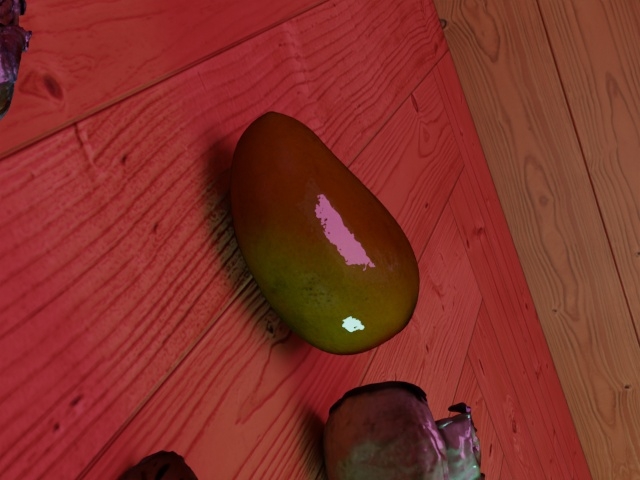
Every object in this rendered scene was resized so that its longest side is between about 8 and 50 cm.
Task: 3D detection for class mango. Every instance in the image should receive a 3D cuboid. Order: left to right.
[{"bbox_3d":[0.000,0.000,1.012,0.317,0.173,0.211,56,29,-24],"label":"mango"}]

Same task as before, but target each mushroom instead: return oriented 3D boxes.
[{"bbox_3d":[0.102,0.306,1.036,0.267,0.190,0.164,70,22,-43],"label":"mushroom"}]

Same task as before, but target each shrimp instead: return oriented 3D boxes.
[{"bbox_3d":[-0.271,-0.196,0.640,0.090,0.079,0.233,-10,81,-28],"label":"shrimp"}]

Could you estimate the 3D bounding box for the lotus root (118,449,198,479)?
[{"bbox_3d":[-0.125,0.252,0.681,0.135,0.095,0.159,64,31,-31],"label":"lotus root"}]
